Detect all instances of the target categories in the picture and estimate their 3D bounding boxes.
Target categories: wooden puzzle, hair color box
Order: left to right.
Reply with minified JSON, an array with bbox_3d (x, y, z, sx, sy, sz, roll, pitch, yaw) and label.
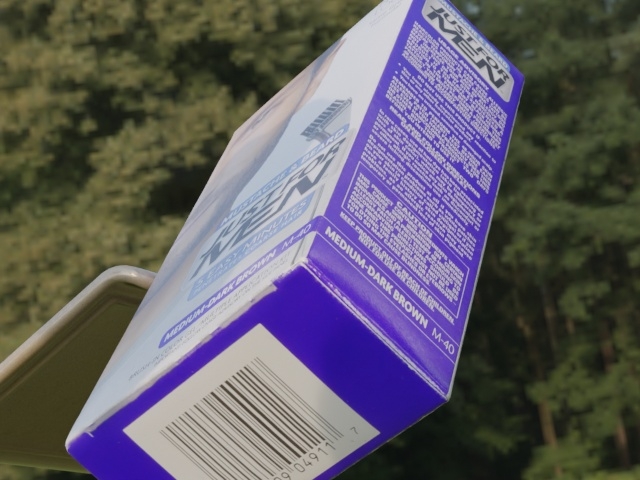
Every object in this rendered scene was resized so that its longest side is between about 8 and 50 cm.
[{"bbox_3d":[-0.142,0.094,1.095,0.238,0.044,0.221,-35,-30,24],"label":"wooden puzzle"},{"bbox_3d":[0.000,0.000,0.877,0.185,0.110,0.339,-38,15,30],"label":"hair color box"}]
